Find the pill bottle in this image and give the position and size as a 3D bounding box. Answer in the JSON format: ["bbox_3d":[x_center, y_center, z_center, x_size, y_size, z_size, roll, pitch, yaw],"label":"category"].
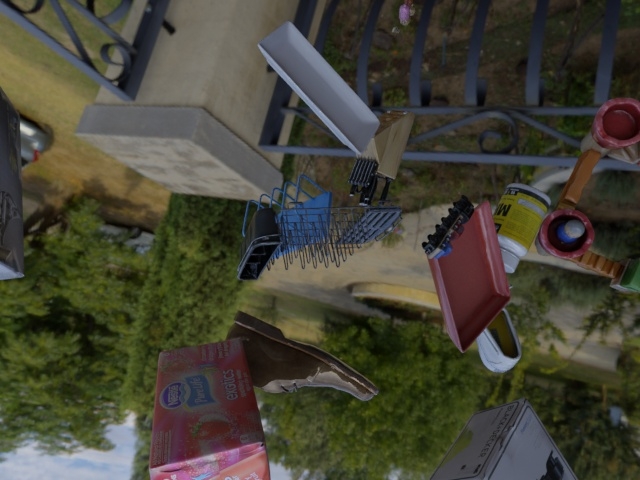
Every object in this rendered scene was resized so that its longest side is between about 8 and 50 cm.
[{"bbox_3d":[0.492,-0.031,1.356,0.119,0.209,0.119,27,173,3],"label":"pill bottle"}]

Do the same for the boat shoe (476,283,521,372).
[{"bbox_3d":[0.478,0.180,1.511,0.135,0.367,0.156,-6,153,-9],"label":"boat shoe"}]

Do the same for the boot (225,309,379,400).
[{"bbox_3d":[-0.041,0.246,0.999,0.305,0.115,0.112,23,168,5],"label":"boot"}]

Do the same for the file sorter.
[{"bbox_3d":[-0.074,-0.053,1.162,0.170,0.118,0.104,-21,140,35],"label":"file sorter"}]

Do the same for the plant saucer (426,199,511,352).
[{"bbox_3d":[0.326,0.072,1.174,0.047,0.259,0.259,-2,-159,45],"label":"plant saucer"}]

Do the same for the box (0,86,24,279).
[{"bbox_3d":[-0.393,-0.084,0.594,0.056,0.231,0.183,-6,165,-13],"label":"box"}]

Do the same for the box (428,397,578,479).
[{"bbox_3d":[0.262,0.360,0.625,0.087,0.290,0.169,-35,176,41],"label":"box"}]

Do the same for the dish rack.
[{"bbox_3d":[0.000,0.000,0.898,0.271,0.074,0.208,-3,163,-18],"label":"dish rack"}]

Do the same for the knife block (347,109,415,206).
[{"bbox_3d":[0.194,-0.242,1.634,0.088,0.275,0.242,19,137,42],"label":"knife block"}]

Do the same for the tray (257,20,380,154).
[{"bbox_3d":[-0.001,-0.285,1.006,0.270,0.145,0.030,45,130,-13],"label":"tray"}]

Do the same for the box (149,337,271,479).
[{"bbox_3d":[-0.160,0.281,0.773,0.142,0.154,0.300,-8,-163,-12],"label":"box"}]

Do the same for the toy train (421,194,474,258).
[{"bbox_3d":[0.184,-0.018,0.748,0.036,0.158,0.027,45,134,2],"label":"toy train"}]

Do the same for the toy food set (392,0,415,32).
[{"bbox_3d":[0.169,-0.449,0.992,0.019,0.122,0.078,24,-155,11],"label":"toy food set"}]

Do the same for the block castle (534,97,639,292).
[{"bbox_3d":[0.630,-0.025,0.888,0.453,0.303,0.213,27,179,13],"label":"block castle"}]
